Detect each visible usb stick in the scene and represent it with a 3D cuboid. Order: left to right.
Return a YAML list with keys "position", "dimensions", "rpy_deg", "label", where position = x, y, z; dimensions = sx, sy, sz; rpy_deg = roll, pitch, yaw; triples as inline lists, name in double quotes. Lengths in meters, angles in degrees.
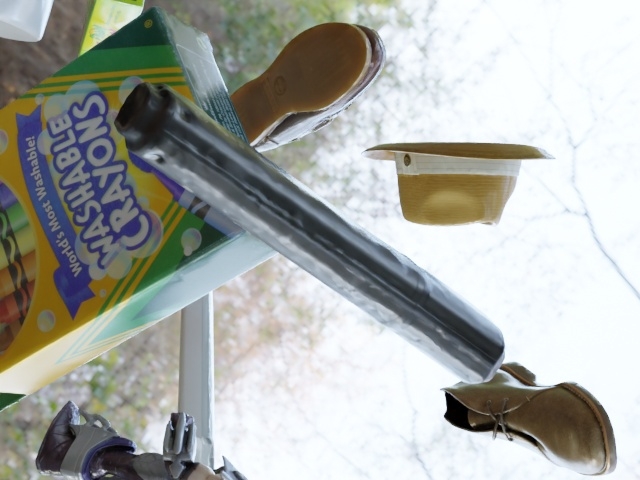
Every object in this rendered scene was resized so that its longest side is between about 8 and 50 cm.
- position: [0.000, 0.000, 0.753]
  dimensions: [0.045, 0.278, 0.077]
  rpy_deg: [-52, -159, 5]
  label: "usb stick"

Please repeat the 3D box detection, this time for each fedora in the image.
- position: [0.130, -0.053, 1.201]
  dimensions: [0.194, 0.194, 0.079]
  rpy_deg: [4, -86, 58]
  label: "fedora"

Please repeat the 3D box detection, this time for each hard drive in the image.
- position: [-0.161, 0.231, 1.652]
  dimensions: [0.047, 0.233, 0.353]
  rpy_deg: [0, -148, -4]
  label: "hard drive"

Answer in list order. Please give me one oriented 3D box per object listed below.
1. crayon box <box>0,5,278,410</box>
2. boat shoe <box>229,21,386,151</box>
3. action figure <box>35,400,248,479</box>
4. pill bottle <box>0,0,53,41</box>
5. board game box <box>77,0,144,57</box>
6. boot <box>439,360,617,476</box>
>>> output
- position: [-0.205, -0.013, 1.014]
  dimensions: [0.323, 0.083, 0.203]
  rpy_deg: [-30, -110, 19]
  label: "crayon box"
- position: [-0.010, -0.138, 1.135]
  dimensions: [0.207, 0.073, 0.073]
  rpy_deg: [-23, -102, 46]
  label: "boat shoe"
- position: [-0.135, 0.232, 1.192]
  dimensions: [0.285, 0.185, 0.099]
  rpy_deg: [4, -139, 29]
  label: "action figure"
- position: [-0.224, -0.324, 0.912]
  dimensions: [0.188, 0.188, 0.333]
  rpy_deg: [13, -94, 60]
  label: "pill bottle"
- position: [-0.199, -0.235, 1.219]
  dimensions: [0.181, 0.043, 0.092]
  rpy_deg: [141, -42, -68]
  label: "board game box"
- position: [0.242, 0.219, 1.502]
  dimensions: [0.115, 0.112, 0.305]
  rpy_deg: [-8, -172, -19]
  label: "boot"
